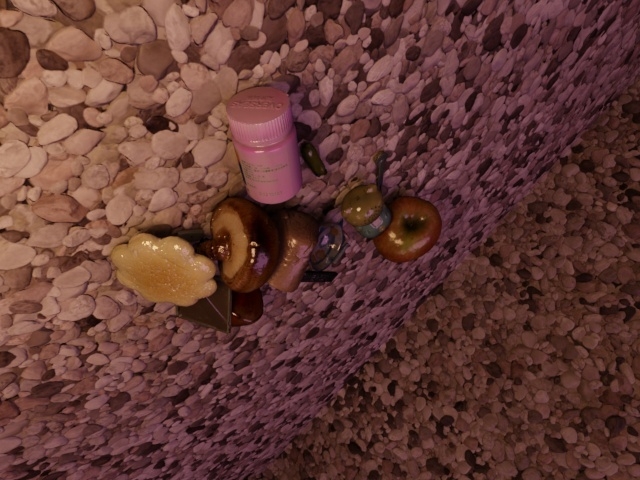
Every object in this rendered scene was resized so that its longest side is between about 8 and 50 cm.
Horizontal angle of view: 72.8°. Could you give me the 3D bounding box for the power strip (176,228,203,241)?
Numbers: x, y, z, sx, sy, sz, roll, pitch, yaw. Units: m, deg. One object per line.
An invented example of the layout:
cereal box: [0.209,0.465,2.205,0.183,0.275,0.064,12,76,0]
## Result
power strip: [-0.415,-0.014,1.375,0.090,0.016,0.040,-7,135,-40]

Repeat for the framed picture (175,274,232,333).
framed picture: [-0.407,0.204,1.495,0.016,0.213,0.289,-67,172,-48]

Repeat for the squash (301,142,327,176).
squash: [-0.019,-0.264,1.465,0.052,0.052,0.183,-40,150,-2]

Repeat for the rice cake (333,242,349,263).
rice cake: [0.091,0.058,1.974,0.022,0.021,0.121,-3,134,-50]

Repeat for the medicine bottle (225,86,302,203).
medicine bottle: [-0.151,-0.259,1.216,0.178,0.178,0.290,-30,145,-17]

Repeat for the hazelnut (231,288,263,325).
hazelnut: [-0.300,0.241,1.618,0.208,0.208,0.208,-27,144,-21]

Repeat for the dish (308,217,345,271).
dish: [0.000,0.000,1.677,0.236,0.086,0.227,14,101,-61]

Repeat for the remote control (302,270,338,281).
remote control: [-0.011,0.166,1.991,0.245,0.025,0.063,8,124,-50]

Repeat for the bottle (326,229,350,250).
bottle: [0.041,0.013,1.802,0.152,0.099,0.099,-43,147,-3]

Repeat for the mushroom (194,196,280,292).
mushroom: [-0.246,0.014,1.338,0.279,0.296,0.163,-10,175,27]

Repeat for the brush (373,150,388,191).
brush: [0.240,-0.261,1.761,0.062,0.027,0.266,-31,150,-15]

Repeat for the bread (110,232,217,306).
bread: [-0.458,0.099,1.280,0.317,0.054,0.315,3,133,3]

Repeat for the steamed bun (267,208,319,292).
steamed bun: [-0.135,0.012,1.494,0.199,0.301,0.251,20,109,-13]

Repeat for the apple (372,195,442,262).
apple: [0.380,-0.047,1.935,0.310,0.277,0.250,-24,171,1]

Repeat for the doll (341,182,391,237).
doll: [0.181,-0.118,1.736,0.177,0.161,0.261,-41,150,2]
